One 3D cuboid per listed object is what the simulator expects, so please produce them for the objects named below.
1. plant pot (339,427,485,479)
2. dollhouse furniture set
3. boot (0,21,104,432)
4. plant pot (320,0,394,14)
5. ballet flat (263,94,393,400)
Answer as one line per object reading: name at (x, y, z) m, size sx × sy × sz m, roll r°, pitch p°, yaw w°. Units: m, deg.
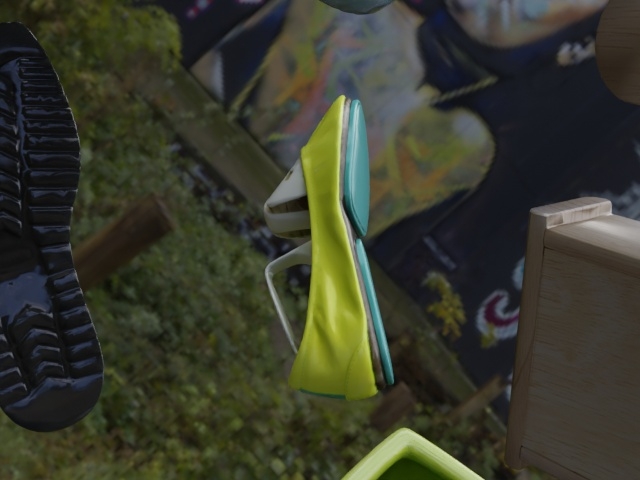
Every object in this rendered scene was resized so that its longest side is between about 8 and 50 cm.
plant pot at (0.062, 0.315, 0.794) m, size 0.227 × 0.207 × 0.228 m, roll 35°, pitch 43°, yaw 19°
dollhouse furniture set at (0.269, 0.019, 0.504) m, size 0.355 × 0.303 × 0.174 m, roll -12°, pitch 23°, yaw -39°
boot at (-0.171, -0.008, 0.581) m, size 0.137 × 0.077 × 0.198 m, roll -170°, pitch -106°, yaw -68°
plant pot at (0.035, -0.270, 0.460) m, size 0.293 × 0.196 × 0.293 m, roll 44°, pitch 33°, yaw -38°
ballet flat at (0.000, 0.000, 0.746) m, size 0.077 × 0.077 × 0.231 m, roll 68°, pitch 15°, yaw -59°
